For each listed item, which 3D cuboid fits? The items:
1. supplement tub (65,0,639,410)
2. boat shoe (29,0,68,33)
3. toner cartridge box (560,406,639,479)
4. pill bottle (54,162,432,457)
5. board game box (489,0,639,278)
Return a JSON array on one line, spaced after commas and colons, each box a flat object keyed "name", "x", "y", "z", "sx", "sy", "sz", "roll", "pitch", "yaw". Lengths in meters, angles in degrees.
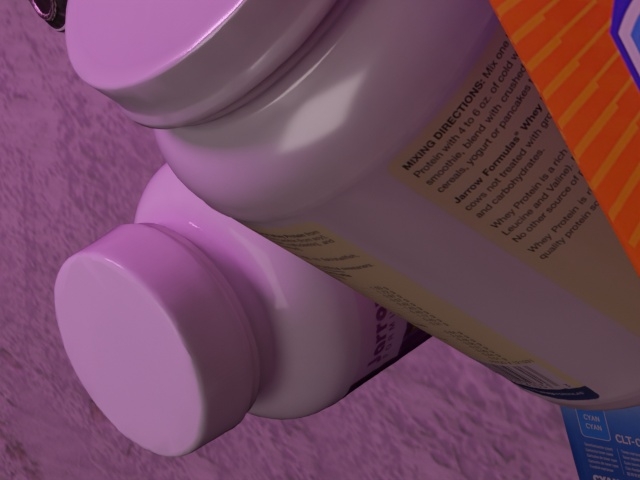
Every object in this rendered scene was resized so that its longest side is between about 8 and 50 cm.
[{"name": "supplement tub", "x": 0.067, "y": -0.081, "z": 0.885, "sx": 0.324, "sy": 0.235, "sz": 0.235, "roll": 31, "pitch": 158, "yaw": -32}, {"name": "boat shoe", "x": -0.238, "y": -0.251, "z": 1.384, "sx": 0.077, "sy": 0.070, "sz": 0.219, "roll": -5, "pitch": 111, "yaw": 52}, {"name": "toner cartridge box", "x": 0.280, "y": 0.090, "z": 1.008, "sx": 0.347, "sy": 0.075, "sz": 0.165, "roll": 6, "pitch": 119, "yaw": 48}, {"name": "pill bottle", "x": 0.000, "y": 0.000, "z": 1.081, "sx": 0.169, "sy": 0.301, "sz": 0.169, "roll": 30, "pitch": 136, "yaw": 34}, {"name": "board game box", "x": 0.267, "y": -0.198, "z": 0.565, "sx": 0.356, "sy": 0.356, "sz": 0.356, "roll": -24, "pitch": 96, "yaw": 54}]
